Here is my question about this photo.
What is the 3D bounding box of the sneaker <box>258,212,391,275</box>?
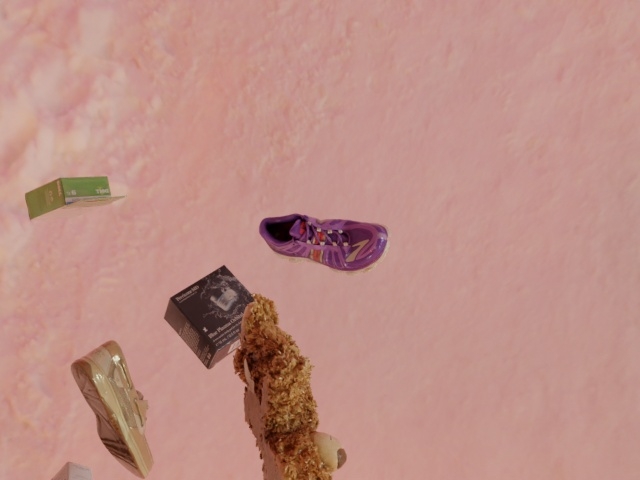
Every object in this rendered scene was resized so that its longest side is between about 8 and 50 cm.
[{"bbox_3d":[0.000,0.000,0.775,0.170,0.071,0.068,2,73,26],"label":"sneaker"}]

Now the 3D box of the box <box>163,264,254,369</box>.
[{"bbox_3d":[-0.225,0.164,1.404,0.158,0.093,0.156,45,51,14],"label":"box"}]

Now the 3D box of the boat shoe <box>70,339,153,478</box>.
[{"bbox_3d":[-0.428,0.379,1.427,0.122,0.341,0.110,10,34,36],"label":"boat shoe"}]

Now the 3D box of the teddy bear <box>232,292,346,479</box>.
[{"bbox_3d":[-0.050,0.235,0.956,0.113,0.338,0.245,-4,118,-20],"label":"teddy bear"}]

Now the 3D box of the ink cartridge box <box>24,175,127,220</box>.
[{"bbox_3d":[-0.510,-0.094,1.344,0.209,0.109,0.062,-13,88,40],"label":"ink cartridge box"}]

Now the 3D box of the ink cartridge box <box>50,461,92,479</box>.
[{"bbox_3d":[-0.607,0.644,1.545,0.127,0.072,0.175,-46,38,11],"label":"ink cartridge box"}]
